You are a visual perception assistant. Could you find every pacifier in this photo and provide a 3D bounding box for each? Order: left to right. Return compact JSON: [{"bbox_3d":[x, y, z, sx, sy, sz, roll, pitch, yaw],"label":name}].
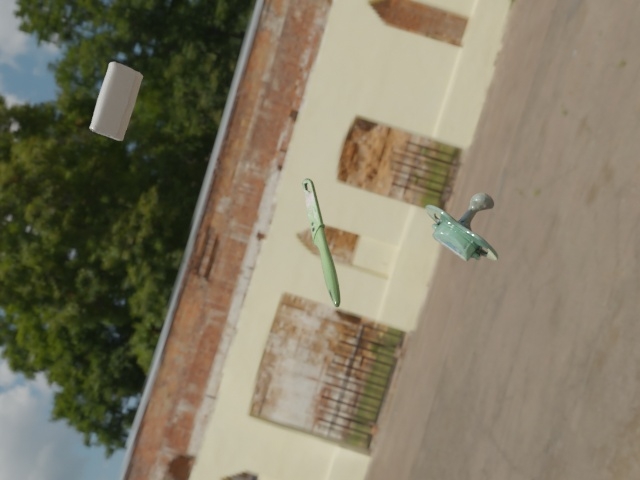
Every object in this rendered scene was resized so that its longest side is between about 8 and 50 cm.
[{"bbox_3d":[0.254,-0.028,1.512,0.116,0.150,0.127,-53,-21,-8],"label":"pacifier"}]

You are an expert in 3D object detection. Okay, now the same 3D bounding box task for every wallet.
[{"bbox_3d":[-0.342,-0.233,1.483,0.025,0.061,0.122,1,73,58],"label":"wallet"}]

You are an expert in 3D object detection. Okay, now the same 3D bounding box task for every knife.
[{"bbox_3d":[0.000,0.000,1.164,0.030,0.014,0.207,-52,41,45],"label":"knife"}]
